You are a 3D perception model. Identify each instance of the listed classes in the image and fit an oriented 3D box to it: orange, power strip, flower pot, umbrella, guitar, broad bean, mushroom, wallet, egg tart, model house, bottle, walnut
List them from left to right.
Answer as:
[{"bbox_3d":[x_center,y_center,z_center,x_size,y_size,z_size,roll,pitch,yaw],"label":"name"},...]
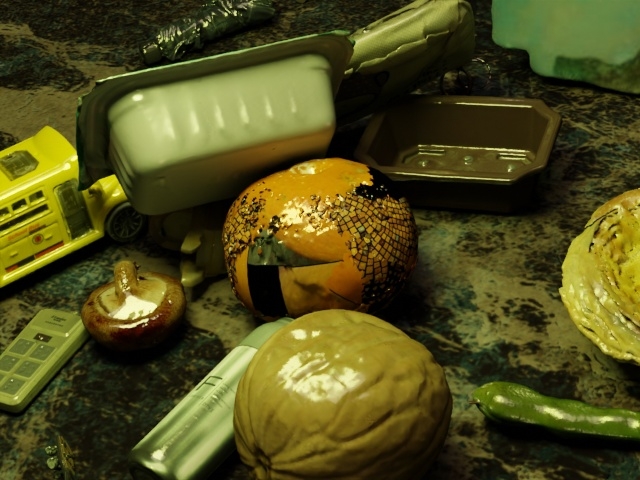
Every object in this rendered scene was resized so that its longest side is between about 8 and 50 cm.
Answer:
[{"bbox_3d":[-0.340,0.137,1.721,0.076,0.028,0.169,11,43,27],"label":"power strip"},{"bbox_3d":[-0.253,0.288,1.482,0.038,0.083,0.271,-21,33,-10],"label":"guitar"},{"bbox_3d":[-0.222,0.081,1.714,0.127,0.087,0.127,-10,35,7],"label":"mushroom"},{"bbox_3d":[-0.182,-0.338,2.252,0.224,0.071,0.080,-26,12,-11],"label":"umbrella"},{"bbox_3d":[-0.096,0.183,1.562,0.096,0.079,0.254,27,51,25],"label":"bottle"},{"bbox_3d":[0.000,0.000,1.689,0.234,0.182,0.234,-15,15,4],"label":"orange"},{"bbox_3d":[0.024,0.174,1.442,0.228,0.228,0.228,-7,38,5],"label":"walnut"},{"bbox_3d":[0.075,-0.217,1.901,0.335,0.275,0.068,-25,72,-5],"label":"wallet"},{"bbox_3d":[0.180,-0.103,1.850,0.251,0.084,0.179,4,41,21],"label":"flower pot"},{"bbox_3d":[0.280,0.182,1.492,0.256,0.052,0.052,4,3,18],"label":"broad bean"},{"bbox_3d":[0.425,-0.436,2.023,0.297,0.360,0.339,7,30,22],"label":"model house"},{"bbox_3d":[0.396,0.051,1.589,0.291,0.107,0.290,-4,42,4],"label":"egg tart"}]

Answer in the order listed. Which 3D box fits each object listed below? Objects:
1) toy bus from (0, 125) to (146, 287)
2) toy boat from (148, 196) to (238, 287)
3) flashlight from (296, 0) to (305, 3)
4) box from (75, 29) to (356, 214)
[{"bbox_3d":[-0.386,-0.038,1.855,0.330,0.152,0.144,-28,40,-21],"label":"toy bus"},{"bbox_3d":[-0.165,-0.057,1.856,0.115,0.089,0.310,3,38,-10],"label":"toy boat"},{"bbox_3d":[-0.032,-0.423,2.349,0.031,0.052,0.110,18,40,-21],"label":"flashlight"},{"bbox_3d":[-0.117,-0.120,1.712,0.337,0.264,0.106,-13,72,-14],"label":"box"}]
